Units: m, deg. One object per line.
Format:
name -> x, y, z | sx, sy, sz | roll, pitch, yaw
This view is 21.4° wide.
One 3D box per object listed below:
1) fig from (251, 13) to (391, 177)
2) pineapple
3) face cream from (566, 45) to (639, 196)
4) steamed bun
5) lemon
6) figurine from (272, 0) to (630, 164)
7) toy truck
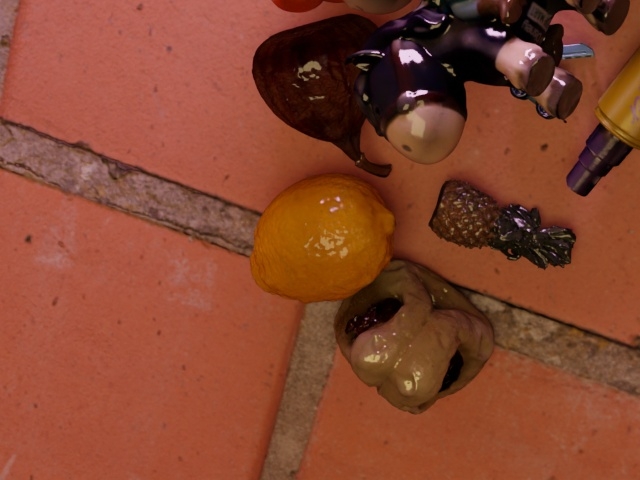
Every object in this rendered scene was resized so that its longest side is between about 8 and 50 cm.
fig -> 0.011, -0.143, 1.837 | 0.146, 0.134, 0.201 | -1, 118, 29
pineapple -> 0.201, -0.012, 1.856 | 0.159, 0.074, 0.074 | 20, 112, 1
face cream -> 0.346, -0.158, 1.760 | 0.078, 0.078, 0.273 | 37, 113, 1
steamed bun -> 0.093, 0.120, 1.878 | 0.172, 0.155, 0.141 | 40, 112, 0
lemon -> 0.000, 0.000, 1.874 | 0.187, 0.142, 0.142 | -26, 99, 26
figurine -> 0.105, -0.265, 1.652 | 0.306, 0.241, 0.412 | -43, 63, 31
toy truck -> 0.248, -0.177, 1.798 | 0.073, 0.056, 0.090 | 39, 101, 7
